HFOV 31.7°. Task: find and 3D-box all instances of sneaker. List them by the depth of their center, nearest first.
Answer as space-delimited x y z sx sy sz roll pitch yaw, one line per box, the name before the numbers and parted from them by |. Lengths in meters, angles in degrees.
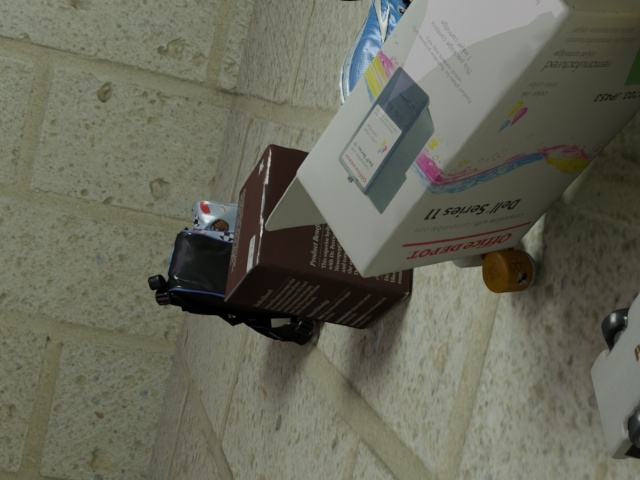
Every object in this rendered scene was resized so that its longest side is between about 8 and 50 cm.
sneaker | 0.110 -0.267 1.409 0.147 0.130 0.330 140 140 -71

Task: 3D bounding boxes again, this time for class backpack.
backpack | -0.133 0.049 1.851 0.263 0.276 0.213 128 156 -73

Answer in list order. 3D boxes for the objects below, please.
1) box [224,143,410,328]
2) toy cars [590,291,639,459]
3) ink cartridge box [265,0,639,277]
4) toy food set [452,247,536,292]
box | 0.000 0.000 1.462 0.167 0.203 0.168 132 148 -64
toy cars | 0.268 -0.038 0.723 0.176 0.087 0.394 -148 67 -80
ink cartridge box | 0.125 -0.088 0.910 0.119 0.207 0.353 57 134 24
toy food set | 0.183 -0.064 1.100 0.111 0.104 0.232 -20 76 58
